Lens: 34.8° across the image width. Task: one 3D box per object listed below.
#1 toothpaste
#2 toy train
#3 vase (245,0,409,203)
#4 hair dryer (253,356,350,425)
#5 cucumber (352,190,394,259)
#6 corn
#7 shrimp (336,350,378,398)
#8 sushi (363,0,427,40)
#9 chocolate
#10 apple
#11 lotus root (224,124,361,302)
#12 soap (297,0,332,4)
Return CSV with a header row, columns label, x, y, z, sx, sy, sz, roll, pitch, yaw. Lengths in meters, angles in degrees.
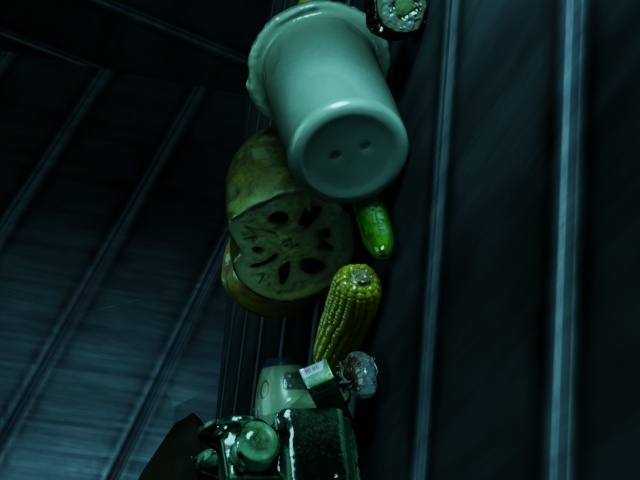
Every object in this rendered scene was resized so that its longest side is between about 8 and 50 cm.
label,x,y,z,sx,sy,sz,roll,pitch,yaw
toothpaste,0.011,0.230,1.482,0.178,0.043,0.037,69,175,-56
toy train,-0.070,0.358,1.490,0.299,0.238,0.167,111,157,-55
vase,0.025,-0.202,1.579,0.291,0.244,0.245,-108,28,-50
hair dryer,-0.034,0.362,1.751,0.298,0.118,0.296,-168,80,-67
cucumber,0.078,-0.043,1.557,0.250,0.056,0.056,-97,19,-53
corn,0.038,0.130,1.562,0.080,0.080,0.231,-92,13,-47
shrimp,0.052,0.193,1.478,0.165,0.056,0.065,135,133,-82
sushi,0.106,-0.347,1.534,0.084,0.098,0.094,-122,38,-79
chocolate,-0.207,0.555,1.988,0.326,0.297,0.314,-60,23,14
apple,-0.103,0.056,2.094,0.211,0.187,0.211,-172,90,-76
lotus root,-0.047,-0.066,1.764,0.346,0.250,0.251,-98,20,-58
soap,-0.038,-0.421,2.357,0.306,0.115,0.427,116,161,-49
